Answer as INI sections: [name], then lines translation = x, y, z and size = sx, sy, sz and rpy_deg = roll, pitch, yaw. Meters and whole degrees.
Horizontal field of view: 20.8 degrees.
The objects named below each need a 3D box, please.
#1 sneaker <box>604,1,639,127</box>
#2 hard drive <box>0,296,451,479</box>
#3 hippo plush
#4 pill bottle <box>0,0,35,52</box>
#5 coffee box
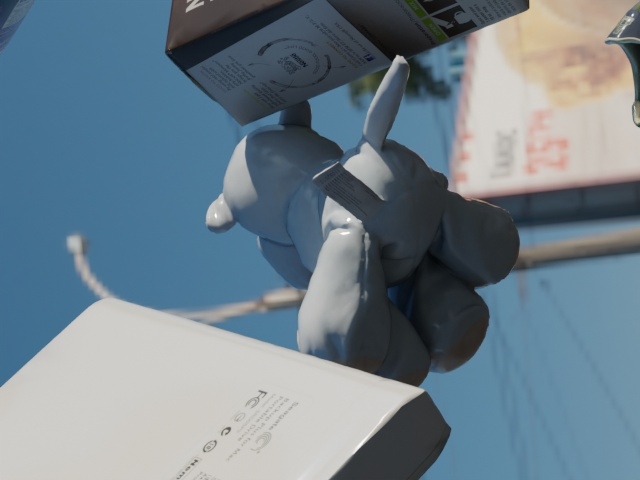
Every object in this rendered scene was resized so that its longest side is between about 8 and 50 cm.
[sneaker]
translation = 0.286, -0.102, 1.386
size = 0.192, 0.086, 0.064
rpy_deg = 65, 163, -11
[hard drive]
translation = -0.099, 0.126, 0.889
size = 0.203, 0.307, 0.040
rpy_deg = -44, -62, -22
[hippo plush]
translation = 0.000, 0.000, 1.540
size = 0.234, 0.236, 0.294
rpy_deg = -58, -45, -16
[pill bottle]
translation = -0.277, -0.228, 1.424
size = 0.193, 0.108, 0.108
rpy_deg = 138, 138, -54
[coffee box]
translation = 0.023, -0.238, 1.513
size = 0.119, 0.297, 0.168
rpy_deg = 43, -143, -41
